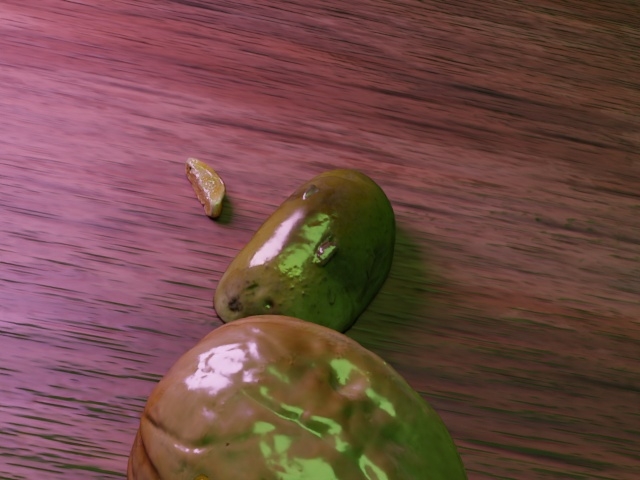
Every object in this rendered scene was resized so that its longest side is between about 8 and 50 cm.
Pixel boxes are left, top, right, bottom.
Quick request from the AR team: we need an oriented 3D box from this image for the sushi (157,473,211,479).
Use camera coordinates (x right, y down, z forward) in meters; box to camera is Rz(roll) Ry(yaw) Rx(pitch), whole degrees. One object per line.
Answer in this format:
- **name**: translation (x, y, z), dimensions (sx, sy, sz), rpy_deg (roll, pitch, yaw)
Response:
- **sushi**: translation (-0.089, 0.362, 0.611), dimensions (0.351, 0.396, 0.240), rpy_deg (46, 49, 16)

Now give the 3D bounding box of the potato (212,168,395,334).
- **potato**: translation (0.000, 0.000, 1.146), dimensions (0.160, 0.111, 0.272), rpy_deg (29, 48, 15)

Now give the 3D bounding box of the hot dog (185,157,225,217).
- **hot dog**: translation (-0.137, -0.067, 1.226), dimensions (0.034, 0.030, 0.090), rpy_deg (-13, 54, -26)

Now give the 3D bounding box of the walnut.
- **walnut**: translation (-0.013, 0.214, 0.849), dimensions (0.313, 0.277, 0.252), rpy_deg (32, 80, 9)
